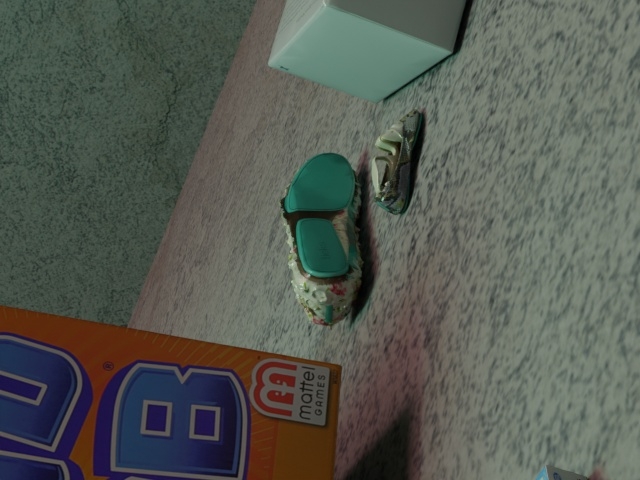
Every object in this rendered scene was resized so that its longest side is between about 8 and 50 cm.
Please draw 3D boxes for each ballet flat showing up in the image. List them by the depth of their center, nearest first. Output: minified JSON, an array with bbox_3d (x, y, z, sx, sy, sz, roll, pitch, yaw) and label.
[{"bbox_3d":[0.069,-0.080,1.104,0.041,0.041,0.114,132,153,-60],"label":"ballet flat"},{"bbox_3d":[0.000,0.000,1.202,0.241,0.091,0.077,-85,-4,-55],"label":"ballet flat"}]

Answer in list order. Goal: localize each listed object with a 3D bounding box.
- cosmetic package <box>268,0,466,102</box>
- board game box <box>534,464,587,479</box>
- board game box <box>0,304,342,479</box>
[{"bbox_3d":[0.061,-0.281,1.182,0.224,0.138,0.225,161,127,-73],"label":"cosmetic package"},{"bbox_3d":[0.103,0.209,0.622,0.103,0.026,0.154,-91,23,-55],"label":"board game box"},{"bbox_3d":[-0.201,0.305,0.898,0.356,0.356,0.356,108,170,-48],"label":"board game box"}]
